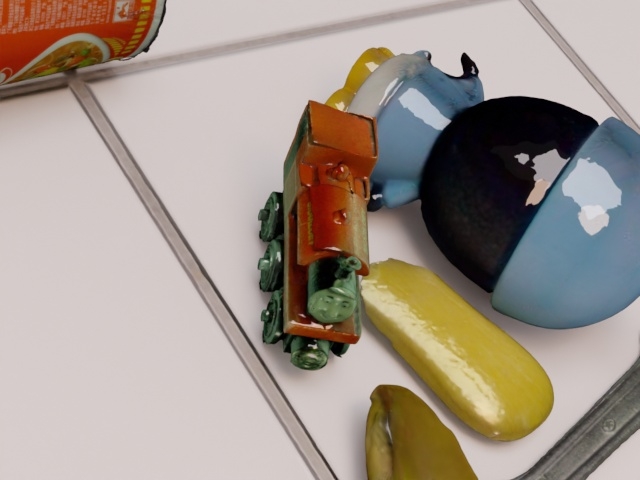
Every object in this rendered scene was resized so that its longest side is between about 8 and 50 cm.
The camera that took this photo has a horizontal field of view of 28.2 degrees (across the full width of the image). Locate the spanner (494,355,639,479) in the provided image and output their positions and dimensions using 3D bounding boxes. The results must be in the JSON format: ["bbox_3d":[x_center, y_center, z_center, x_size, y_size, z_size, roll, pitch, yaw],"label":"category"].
[{"bbox_3d":[0.214,0.141,0.954,0.071,0.017,0.302,44,47,14],"label":"spanner"}]

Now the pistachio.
[{"bbox_3d":[0.068,0.175,0.835,0.090,0.049,0.173,6,44,-45],"label":"pistachio"}]

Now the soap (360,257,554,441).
[{"bbox_3d":[0.100,0.077,0.941,0.168,0.033,0.089,46,47,16],"label":"soap"}]

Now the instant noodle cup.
[{"bbox_3d":[-0.231,-0.185,0.920,0.212,0.193,0.193,-12,59,-41],"label":"instant noodle cup"}]

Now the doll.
[{"bbox_3d":[0.147,-0.041,0.992,0.314,0.141,0.177,33,77,18],"label":"doll"}]

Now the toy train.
[{"bbox_3d":[0.000,0.000,0.900,0.074,0.118,0.175,11,47,-13],"label":"toy train"}]
